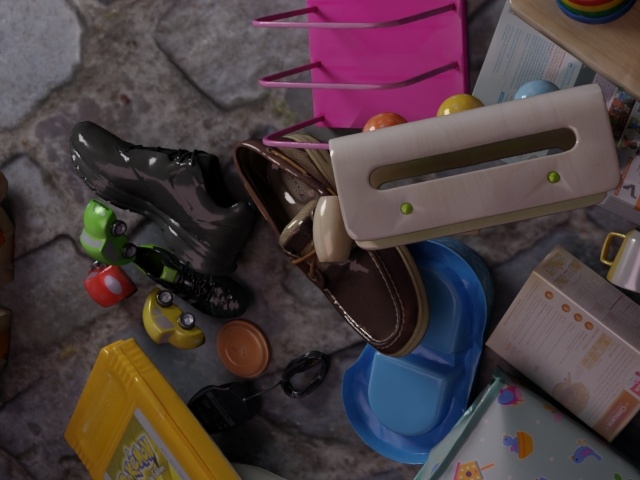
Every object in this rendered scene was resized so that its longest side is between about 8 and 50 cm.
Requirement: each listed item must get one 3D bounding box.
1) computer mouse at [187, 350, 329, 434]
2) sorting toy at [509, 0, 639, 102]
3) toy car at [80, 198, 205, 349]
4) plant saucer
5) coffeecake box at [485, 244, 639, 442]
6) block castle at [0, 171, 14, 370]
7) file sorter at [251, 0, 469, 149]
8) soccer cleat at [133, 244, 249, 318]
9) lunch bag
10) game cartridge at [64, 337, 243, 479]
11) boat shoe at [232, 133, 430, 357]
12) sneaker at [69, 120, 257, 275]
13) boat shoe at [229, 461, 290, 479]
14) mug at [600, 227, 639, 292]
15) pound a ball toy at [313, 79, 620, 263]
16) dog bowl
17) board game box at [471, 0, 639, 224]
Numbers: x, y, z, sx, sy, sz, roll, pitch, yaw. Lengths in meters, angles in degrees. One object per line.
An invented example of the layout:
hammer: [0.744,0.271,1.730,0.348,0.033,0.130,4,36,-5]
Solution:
computer mouse: [-0.086,0.202,1.761,0.242,0.041,0.071,-25,107,25]
sorting toy: [0.356,-0.269,1.256,0.257,0.089,0.255,40,91,20]
toy car: [-0.267,0.040,1.708,0.239,0.053,0.225,27,150,38]
plant saucer: [-0.107,0.149,1.765,0.083,0.013,0.084,9,109,27]
coffeecake box: [0.302,0.119,1.476,0.185,0.068,0.142,39,137,13]
block castle: [-0.627,0.090,1.867,0.212,0.303,0.453,17,112,25]
file sorter: [0.038,-0.255,1.461,0.202,0.182,0.291,5,107,28]
soccer cleat: [-0.179,0.056,1.737,0.179,0.072,0.060,26,93,20]
lunch bag: [0.215,0.312,1.480,0.223,0.160,0.262,36,93,3]
game cartridge: [-0.228,0.324,1.795,0.324,0.052,0.285,49,139,16]
boat shoe: [0.000,0.000,1.530,0.123,0.123,0.342,-51,55,30]
sneaker: [-0.201,-0.081,1.707,0.286,0.109,0.130,36,113,5]
boat shoe: [-0.066,0.362,1.765,0.254,0.095,0.079,12,100,16]
mug: [0.352,0.019,1.446,0.078,0.062,0.064,17,105,17]
pound a ball toy: [0.132,-0.074,1.348,0.319,0.208,0.136,-11,84,5]
dog bowl: [0.126,0.130,1.596,0.166,0.074,0.297,19,113,23]
board game box: [0.328,-0.154,1.383,0.303,0.097,0.224,28,116,20]
